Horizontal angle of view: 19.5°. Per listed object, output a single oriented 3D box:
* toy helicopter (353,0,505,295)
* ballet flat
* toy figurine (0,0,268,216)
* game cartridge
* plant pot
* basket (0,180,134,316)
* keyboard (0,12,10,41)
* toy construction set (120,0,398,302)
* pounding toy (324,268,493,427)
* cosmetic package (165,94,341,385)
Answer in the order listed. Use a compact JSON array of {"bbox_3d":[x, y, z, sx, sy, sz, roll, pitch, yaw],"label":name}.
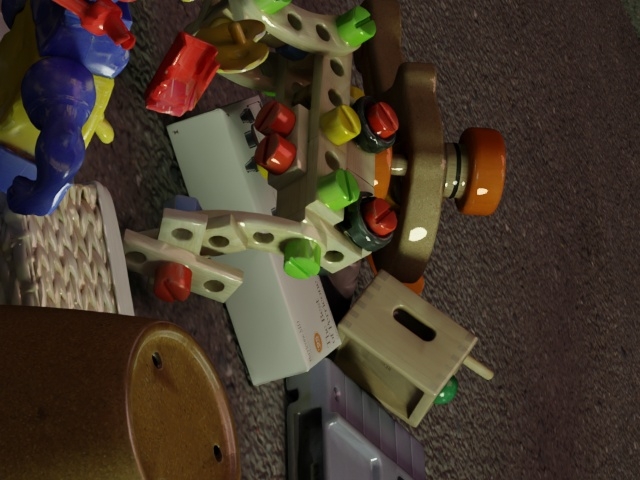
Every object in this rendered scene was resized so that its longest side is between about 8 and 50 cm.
[{"bbox_3d":[0.072,-0.101,1.865,0.235,0.140,0.355,104,-15,-45],"label":"toy helicopter"},{"bbox_3d":[0.000,0.000,1.755,0.203,0.074,0.074,67,23,-17],"label":"ballet flat"},{"bbox_3d":[-0.188,-0.130,1.118,0.191,0.217,0.362,20,27,-28],"label":"toy figurine"},{"bbox_3d":[0.045,0.308,1.673,0.230,0.068,0.355,40,40,-48],"label":"game cartridge"},{"bbox_3d":[-0.180,0.130,0.989,0.237,0.254,0.237,-15,90,-69],"label":"plant pot"},{"bbox_3d":[-0.194,0.048,1.202,0.103,0.113,0.167,12,64,-61],"label":"basket"},{"bbox_3d":[-0.219,-0.048,1.342,0.072,0.014,0.256,36,43,-65],"label":"keyboard"},{"bbox_3d":[-0.044,-0.087,1.495,0.215,0.151,0.328,34,58,-34],"label":"toy construction set"},{"bbox_3d":[0.092,0.103,1.746,0.100,0.141,0.130,-52,173,-21],"label":"pounding toy"},{"bbox_3d":[-0.055,-0.002,1.635,0.099,0.060,0.239,-32,104,-66],"label":"cosmetic package"}]
